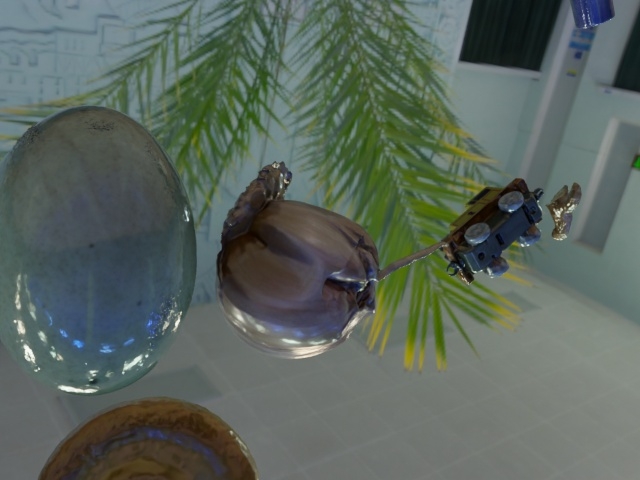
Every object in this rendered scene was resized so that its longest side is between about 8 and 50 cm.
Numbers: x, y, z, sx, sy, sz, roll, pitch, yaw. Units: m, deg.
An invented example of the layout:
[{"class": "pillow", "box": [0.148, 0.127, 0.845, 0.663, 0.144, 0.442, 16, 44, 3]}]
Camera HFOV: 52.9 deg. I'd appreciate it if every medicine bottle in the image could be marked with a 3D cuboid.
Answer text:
[{"class": "medicine bottle", "box": [0.371, -0.426, 0.920, 0.059, 0.231, 0.059, -19, -157, 8]}]

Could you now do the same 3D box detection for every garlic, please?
[{"class": "garlic", "box": [0.000, 0.000, 0.687, 0.256, 0.207, 0.207, -28, -149, -7]}]

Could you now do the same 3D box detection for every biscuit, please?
[{"class": "biscuit", "box": [-0.194, 0.302, 0.781, 0.274, 0.213, 0.091, 26, 168, -7]}]

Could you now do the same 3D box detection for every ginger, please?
[{"class": "ginger", "box": [0.329, -0.044, 0.885, 0.030, 0.097, 0.048, -12, -135, -14]}]

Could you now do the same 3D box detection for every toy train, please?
[{"class": "toy train", "box": [0.273, -0.018, 1.054, 0.219, 0.089, 0.127, -40, -157, -13]}]

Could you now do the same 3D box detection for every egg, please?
[{"class": "egg", "box": [-0.187, 0.008, 0.531, 0.169, 0.237, 0.169, -2, 180, 0]}]
